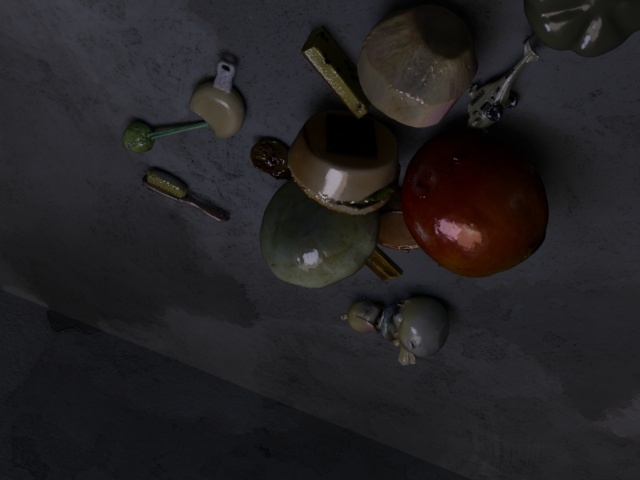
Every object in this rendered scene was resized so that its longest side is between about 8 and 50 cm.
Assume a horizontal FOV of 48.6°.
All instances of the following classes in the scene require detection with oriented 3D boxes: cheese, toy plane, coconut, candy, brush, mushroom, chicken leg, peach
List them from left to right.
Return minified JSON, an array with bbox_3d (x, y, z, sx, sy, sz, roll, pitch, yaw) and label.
[{"bbox_3d":[-0.446,-0.323,2.112,0.335,0.092,0.093,-6,100,23],"label":"candy"},{"bbox_3d":[-0.435,-0.150,2.337,0.312,0.072,0.067,28,131,-9],"label":"brush"},{"bbox_3d":[-0.255,-0.379,1.922,0.163,0.071,0.248,36,142,-19],"label":"cheese"},{"bbox_3d":[-0.101,-0.203,2.074,0.251,0.087,0.107,39,160,-33],"label":"chicken leg"},{"bbox_3d":[-0.004,-0.033,1.971,0.352,0.353,0.260,3,165,26],"label":"mushroom"},{"bbox_3d":[0.208,-0.371,1.542,0.259,0.259,0.259,15,145,11],"label":"coconut"},{"bbox_3d":[0.372,-0.095,1.739,0.369,0.370,0.370,15,145,11],"label":"peach"},{"bbox_3d":[0.407,-0.346,1.602,0.108,0.092,0.286,49,146,6],"label":"toy plane"}]

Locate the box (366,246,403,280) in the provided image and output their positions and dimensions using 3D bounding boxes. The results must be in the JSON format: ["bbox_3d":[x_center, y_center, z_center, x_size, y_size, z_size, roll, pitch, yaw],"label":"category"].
[{"bbox_3d":[0.190,0.073,2.323,0.089,0.022,0.156,-18,129,42],"label":"box"}]

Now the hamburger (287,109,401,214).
[{"bbox_3d":[0.061,-0.197,1.807,0.301,0.302,0.170,19,134,4],"label":"hamburger"}]

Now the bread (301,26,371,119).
[{"bbox_3d":[0.047,-0.402,1.713,0.049,0.088,0.226,-18,130,39],"label":"bread"}]

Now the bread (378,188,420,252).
[{"bbox_3d":[0.229,-0.062,2.054,0.199,0.104,0.199,11,145,8],"label":"bread"}]

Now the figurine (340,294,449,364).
[{"bbox_3d":[0.248,0.306,2.446,0.394,0.226,0.275,10,118,32],"label":"figurine"}]

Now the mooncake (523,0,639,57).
[{"bbox_3d":[0.498,-0.468,1.297,0.274,0.135,0.275,2,132,3],"label":"mooncake"}]
